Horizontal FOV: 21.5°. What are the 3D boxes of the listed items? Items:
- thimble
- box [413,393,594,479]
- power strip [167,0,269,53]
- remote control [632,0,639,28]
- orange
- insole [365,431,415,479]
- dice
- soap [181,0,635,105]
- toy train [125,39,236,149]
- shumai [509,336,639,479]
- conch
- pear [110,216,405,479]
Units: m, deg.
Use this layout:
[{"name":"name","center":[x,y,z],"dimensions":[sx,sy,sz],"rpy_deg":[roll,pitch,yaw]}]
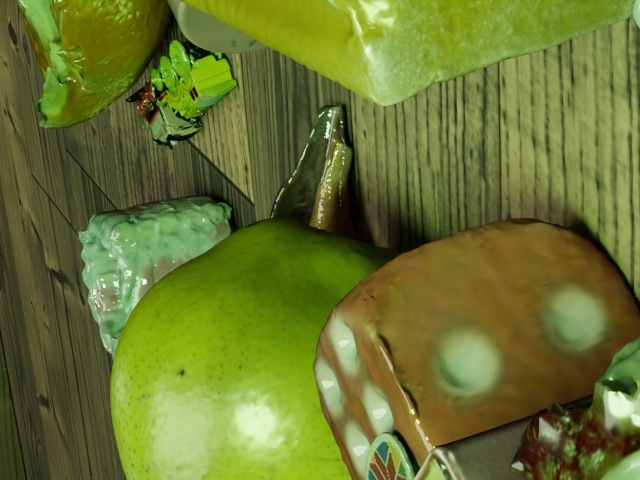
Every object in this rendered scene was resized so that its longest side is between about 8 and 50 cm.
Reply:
[{"name":"thimble","center":[-0.168,0.039,1.823],"dimensions":[0.211,0.149,0.185],"rpy_deg":[104,147,-54]},{"name":"box","center":[0.158,0.126,0.924],"dimensions":[0.120,0.224,0.069],"rpy_deg":[109,140,-59]},{"name":"power strip","center":[-0.053,-0.219,1.333],"dimensions":[0.154,0.154,0.078],"rpy_deg":[109,141,-57]},{"name":"remote control","center":[0.230,-0.189,0.760],"dimensions":[0.344,0.050,0.145],"rpy_deg":[98,150,-48]},{"name":"orange","center":[-0.255,-0.271,1.764],"dimensions":[0.334,0.196,0.263],"rpy_deg":[115,151,-53]},{"name":"insole","center":[0.043,0.188,1.094],"dimensions":[0.065,0.006,0.193],"rpy_deg":[58,156,32]},{"name":"dice","center":[0.107,0.098,1.106],"dimensions":[0.174,0.179,0.175],"rpy_deg":[114,139,-60]},{"name":"soap","center":[0.038,-0.185,1.064],"dimensions":[0.315,0.199,0.091],"rpy_deg":[35,143,57]},{"name":"toy train","center":[-0.150,-0.153,1.776],"dimensions":[0.085,0.053,0.249],"rpy_deg":[68,160,3]},{"name":"shumai","center":[0.213,0.120,0.749],"dimensions":[0.189,0.218,0.256],"rpy_deg":[21,111,61]},{"name":"conch","center":[0.001,0.002,1.469],"dimensions":[0.086,0.080,0.233],"rpy_deg":[2,87,36]},{"name":"pear","center":[-0.022,0.132,1.308],"dimensions":[0.294,0.294,0.294],"rpy_deg":[165,90,-70]}]
